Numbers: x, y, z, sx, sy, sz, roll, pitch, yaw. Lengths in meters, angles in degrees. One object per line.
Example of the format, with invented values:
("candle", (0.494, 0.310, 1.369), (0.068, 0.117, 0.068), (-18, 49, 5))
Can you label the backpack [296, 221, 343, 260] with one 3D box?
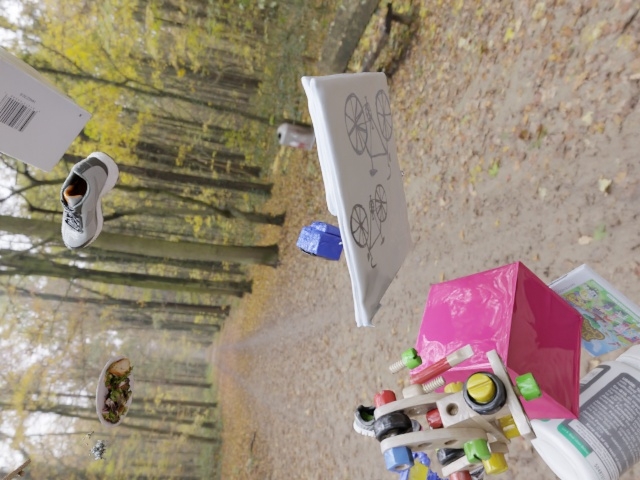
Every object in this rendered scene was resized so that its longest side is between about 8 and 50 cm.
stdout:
("backpack", (0.000, 0.000, 1.334), (0.120, 0.098, 0.101), (13, 81, 56))

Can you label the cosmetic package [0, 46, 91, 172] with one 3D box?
("cosmetic package", (-0.563, -0.256, 0.807), (0.138, 0.224, 0.224), (-53, -25, 1))

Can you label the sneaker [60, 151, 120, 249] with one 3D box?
("sneaker", (-0.567, -0.084, 1.131), (0.272, 0.100, 0.108), (-59, -5, 30))

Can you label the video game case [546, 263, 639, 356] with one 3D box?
("video game case", (0.620, 0.168, 1.113), (0.023, 0.212, 0.193), (-46, -6, -33))

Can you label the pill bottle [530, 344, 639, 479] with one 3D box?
("pill bottle", (0.710, 0.427, 1.178), (0.204, 0.361, 0.204), (54, 170, 14))

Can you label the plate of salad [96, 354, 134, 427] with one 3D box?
("plate of salad", (-0.578, 0.432, 1.387), (0.200, 0.048, 0.200), (-2, -90, -84))

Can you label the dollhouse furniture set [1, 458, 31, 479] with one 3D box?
("dollhouse furniture set", (-0.652, 0.591, 1.019), (0.144, 0.151, 0.123), (-42, 1, 11))

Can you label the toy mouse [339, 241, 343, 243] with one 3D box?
("toy mouse", (0.125, 0.026, 1.086), (0.143, 0.161, 0.031), (14, 95, 56))

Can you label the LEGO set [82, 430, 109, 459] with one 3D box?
("LEGO set", (-0.579, 0.531, 1.245), (0.054, 0.083, 0.023), (-57, -1, -37))

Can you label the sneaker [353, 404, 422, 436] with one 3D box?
("sneaker", (0.154, 0.428, 1.144), (0.063, 0.170, 0.075), (-55, -42, -49))

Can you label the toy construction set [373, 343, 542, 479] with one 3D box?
("toy construction set", (0.242, 0.263, 0.776), (0.237, 0.257, 0.309), (-37, 16, 20))

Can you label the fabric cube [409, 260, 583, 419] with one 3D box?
("fabric cube", (0.406, 0.240, 1.108), (0.258, 0.259, 0.254), (-27, 33, 49))

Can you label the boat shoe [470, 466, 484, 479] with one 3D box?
("boat shoe", (0.505, 0.744, 1.644), (0.095, 0.112, 0.335), (16, 133, 58))

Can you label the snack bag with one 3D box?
("snack bag", (0.077, -0.086, 0.750), (0.323, 0.037, 0.343), (-43, -56, -61))

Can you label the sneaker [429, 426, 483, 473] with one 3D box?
("sneaker", (0.387, 0.572, 1.362), (0.153, 0.101, 0.268), (64, -174, 26))

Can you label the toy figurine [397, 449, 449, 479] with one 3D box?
("toy figurine", (0.387, 0.851, 1.806), (0.191, 0.217, 0.363), (103, -172, -52))
